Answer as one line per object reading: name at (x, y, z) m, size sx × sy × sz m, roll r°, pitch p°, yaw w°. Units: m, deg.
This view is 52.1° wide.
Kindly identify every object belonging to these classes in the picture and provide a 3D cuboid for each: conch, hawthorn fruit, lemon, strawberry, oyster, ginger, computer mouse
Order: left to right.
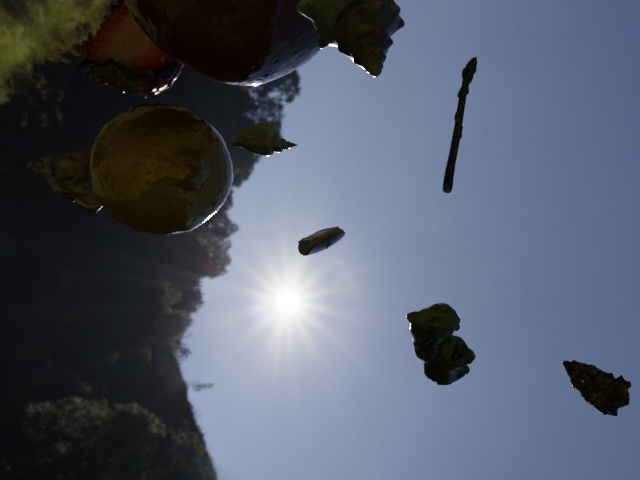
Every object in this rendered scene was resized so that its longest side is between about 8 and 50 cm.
oyster at (-0.657, -0.179, 1.819) m, size 0.396 × 0.204 × 0.110 m, roll 32°, pitch -42°, yaw 42°
strawberry at (-0.404, -0.453, 1.532) m, size 0.137 × 0.234 × 0.306 m, roll 91°, pitch 16°, yaw -55°
lemon at (-0.271, -0.122, 1.119) m, size 0.288 × 0.234 × 0.233 m, roll 11°, pitch -88°, yaw 52°
hawthorn fruit at (-0.129, -0.482, 1.109) m, size 0.403 × 0.403 × 0.402 m, roll -18°, pitch -112°, yaw 55°
conch at (-0.150, -0.275, 1.786) m, size 0.065 × 0.180 × 0.088 m, roll -105°, pitch -160°, yaw -74°
computer mouse at (0.001, 0.002, 1.601) m, size 0.044 × 0.102 × 0.199 m, roll 64°, pitch -13°, yaw -5°
conch at (0.034, -0.296, 0.756) m, size 0.137 × 0.114 × 0.233 m, roll -12°, pitch -89°, yaw 54°
ginger at (0.278, 0.236, 1.498) m, size 0.137 × 0.290 × 0.089 m, roll 12°, pitch -128°, yaw 39°
oyster at (0.492, 0.264, 1.182) m, size 0.132 × 0.029 × 0.086 m, roll 5°, pitch -112°, yaw 47°

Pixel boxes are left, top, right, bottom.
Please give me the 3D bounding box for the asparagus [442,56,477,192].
asparagus at (0.207, -0.178, 0.974) m, size 0.022 × 0.023 × 0.232 m, roll -3°, pitch -114°, yaw 46°
